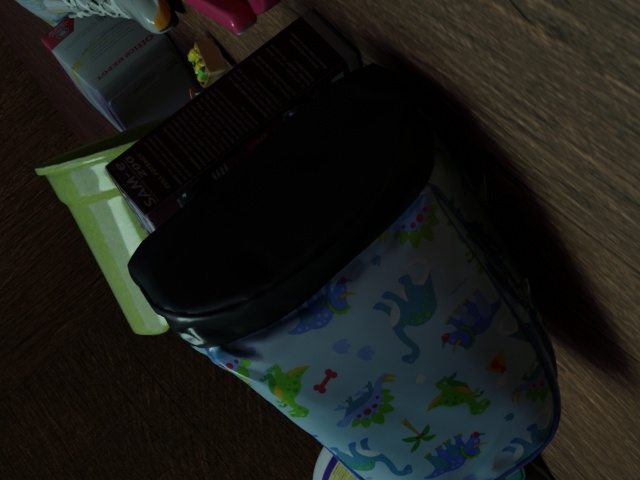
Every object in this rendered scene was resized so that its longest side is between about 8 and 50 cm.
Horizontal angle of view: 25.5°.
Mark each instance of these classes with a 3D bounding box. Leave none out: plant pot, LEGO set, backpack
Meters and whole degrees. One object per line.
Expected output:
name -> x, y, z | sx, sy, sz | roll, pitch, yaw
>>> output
plant pot -> -0.201, -0.023, 1.856 | 0.276, 0.276, 0.253 | -165, 55, -74
LEGO set -> -0.116, -0.093, 1.703 | 0.132, 0.107, 0.287 | -108, -7, -76
backpack -> 0.060, 0.074, 1.248 | 0.273, 0.290, 0.355 | 55, -177, 41

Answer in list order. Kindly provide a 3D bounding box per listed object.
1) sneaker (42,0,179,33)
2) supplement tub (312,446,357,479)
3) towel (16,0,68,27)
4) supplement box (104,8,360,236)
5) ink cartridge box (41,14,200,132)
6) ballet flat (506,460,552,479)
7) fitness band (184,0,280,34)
sneaker -> -0.280, -0.311, 1.783 | 0.262, 0.121, 0.099 | 42, 168, 41
supplement tub -> 0.169, 0.409, 2.102 | 0.331, 0.241, 0.241 | 45, 169, 38
towel -> -0.479, -0.466, 2.059 | 0.374, 0.090, 0.320 | 50, -174, 11
supplement box -> -0.070, -0.090, 1.304 | 0.073, 0.239, 0.130 | 47, 170, 24
ink cartridge box -> -0.284, -0.250, 2.014 | 0.176, 0.128, 0.127 | 43, 169, 40
ballet flat -> 0.247, 0.305, 1.870 | 0.106, 0.108, 0.316 | -110, -5, -51
fitness band -> -0.134, -0.309, 1.348 | 0.291, 0.054, 0.209 | 37, 162, 49
